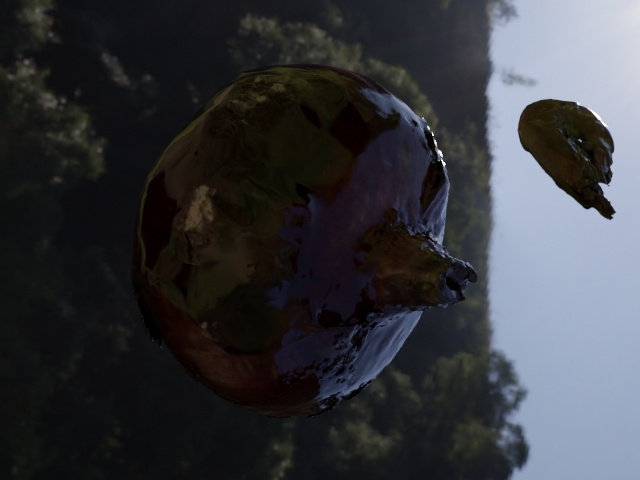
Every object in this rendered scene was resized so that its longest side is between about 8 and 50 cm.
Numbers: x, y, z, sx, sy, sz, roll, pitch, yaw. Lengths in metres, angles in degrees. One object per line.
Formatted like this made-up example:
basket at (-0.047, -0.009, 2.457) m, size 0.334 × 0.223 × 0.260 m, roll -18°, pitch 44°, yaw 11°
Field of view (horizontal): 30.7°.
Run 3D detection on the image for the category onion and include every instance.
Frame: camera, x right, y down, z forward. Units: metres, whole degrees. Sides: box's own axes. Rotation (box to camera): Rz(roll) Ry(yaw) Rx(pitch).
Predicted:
onion at (0.000, 0.000, 0.775) m, size 0.219 × 0.252 × 0.252 m, roll 9°, pitch -99°, yaw 33°

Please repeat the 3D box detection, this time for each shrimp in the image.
shrimp at (0.266, -0.090, 1.208) m, size 0.190 × 0.101 × 0.042 m, roll -105°, pitch -167°, yaw -45°
